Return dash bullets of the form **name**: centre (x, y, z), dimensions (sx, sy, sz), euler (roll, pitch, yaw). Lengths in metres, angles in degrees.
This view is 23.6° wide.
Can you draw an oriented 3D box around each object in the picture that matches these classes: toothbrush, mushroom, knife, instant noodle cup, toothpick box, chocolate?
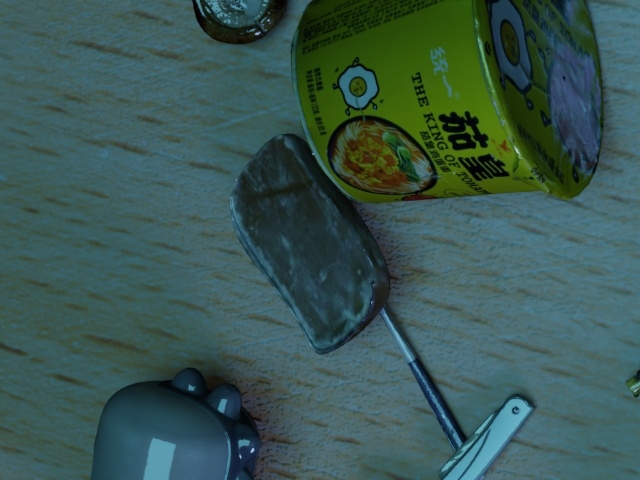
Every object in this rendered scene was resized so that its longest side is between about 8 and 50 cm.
- **toothbrush**: centre (0.123, 0.165, 1.866), dimensions (0.024, 0.026, 0.288), euler (-31, 86, 22)
- **mushroom**: centre (-0.099, -0.299, 1.888), dimensions (0.123, 0.052, 0.123), euler (1, 94, 14)
- **knife**: centre (0.192, 0.249, 1.832), dimensions (0.044, 0.023, 0.162), euler (39, 96, 12)
- **instant noodle cup**: centre (0.136, -0.183, 1.685), dimensions (0.254, 0.325, 0.326), euler (-11, 91, 30)
- **toothpick box**: centre (-0.180, 0.313, 1.894), dimensions (0.229, 0.229, 0.316), euler (15, 98, 19)
- **chocolate**: centre (0.000, 0.001, 1.858), dimensions (0.157, 0.080, 0.254), euler (-47, 67, 36)

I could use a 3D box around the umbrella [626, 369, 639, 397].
- **umbrella**: centre (0.413, 0.133, 1.742), dimensions (0.144, 0.037, 0.040), euler (-33, 97, 18)
